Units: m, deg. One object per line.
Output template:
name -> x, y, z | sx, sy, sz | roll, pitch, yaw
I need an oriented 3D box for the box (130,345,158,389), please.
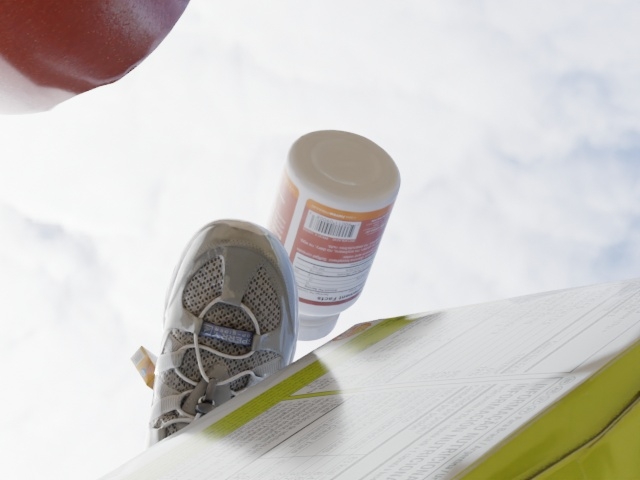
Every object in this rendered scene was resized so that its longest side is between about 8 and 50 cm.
box -> -0.182, 0.196, 1.741 | 0.136, 0.028, 0.081 | 43, 179, -30

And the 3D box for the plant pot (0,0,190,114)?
plant pot -> -0.183, -0.186, 0.576 | 0.272, 0.265, 0.272 | -4, -104, 15

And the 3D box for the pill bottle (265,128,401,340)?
pill bottle -> 0.000, 0.000, 1.408 | 0.121, 0.216, 0.121 | 11, -140, -9

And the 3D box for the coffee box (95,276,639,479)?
coffee box -> 0.076, 0.245, 0.761 | 0.338, 0.334, 0.338 | -27, -81, -41

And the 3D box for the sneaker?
sneaker -> -0.074, 0.124, 0.981 | 0.105, 0.281, 0.115 | 9, -168, -5
